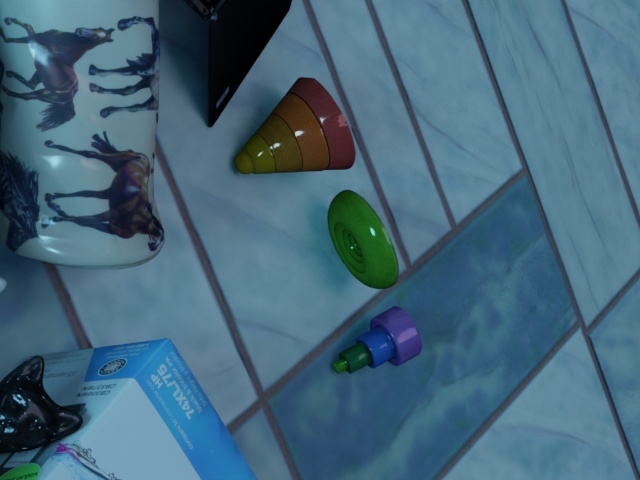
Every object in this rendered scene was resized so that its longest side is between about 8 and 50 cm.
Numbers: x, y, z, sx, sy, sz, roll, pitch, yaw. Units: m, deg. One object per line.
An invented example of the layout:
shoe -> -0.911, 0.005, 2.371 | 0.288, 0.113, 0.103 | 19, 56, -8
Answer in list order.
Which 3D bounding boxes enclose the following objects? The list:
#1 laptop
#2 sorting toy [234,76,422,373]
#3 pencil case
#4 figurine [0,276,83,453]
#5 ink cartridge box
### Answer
laptop -> -0.133, -0.311, 1.745 | 0.264, 0.136, 0.234 | 42, 50, -16
sorting toy -> 0.000, 0.000, 1.833 | 0.126, 0.127, 0.366 | -27, 108, -20
pencil case -> -0.214, -0.175, 1.436 | 0.183, 0.160, 0.410 | -9, 110, -34
figurine -> -0.332, 0.112, 1.287 | 0.209, 0.092, 0.215 | -27, 98, -5
ink cartridge box -> -0.225, 0.251, 1.400 | 0.270, 0.198, 0.197 | -51, 121, -44
